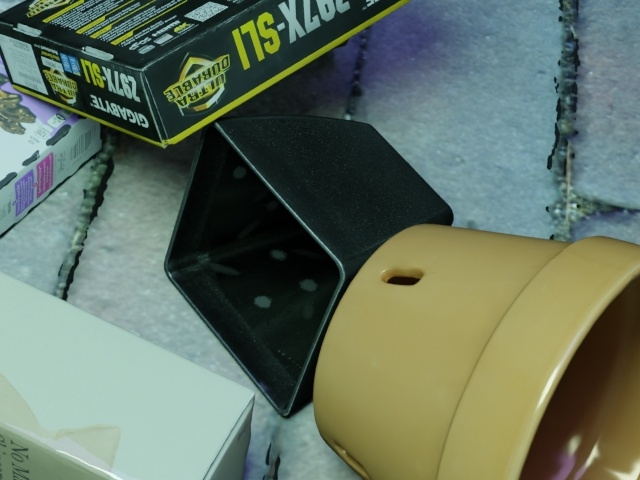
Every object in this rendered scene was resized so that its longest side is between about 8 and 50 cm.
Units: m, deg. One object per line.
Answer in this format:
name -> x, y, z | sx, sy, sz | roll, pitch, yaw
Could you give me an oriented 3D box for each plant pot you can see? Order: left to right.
plant pot -> 0.000, 0.000, 1.266 | 0.167, 0.188, 0.187 | -22, 58, -36
plant pot -> 0.133, 0.112, 1.147 | 0.203, 0.291, 0.291 | 25, 50, 31

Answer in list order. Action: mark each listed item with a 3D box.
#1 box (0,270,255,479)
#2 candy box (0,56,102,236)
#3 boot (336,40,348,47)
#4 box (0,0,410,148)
box -> -0.215, 0.131, 1.142 | 0.311, 0.148, 0.121 | 23, 53, 11
candy box -> -0.322, -0.091, 1.347 | 0.164, 0.070, 0.196 | 31, 53, 15
boot -> -0.132, -0.248, 1.501 | 0.269, 0.089, 0.236 | -17, 47, -20
box -> -0.091, -0.213, 1.308 | 0.322, 0.079, 0.257 | -35, 33, -27
